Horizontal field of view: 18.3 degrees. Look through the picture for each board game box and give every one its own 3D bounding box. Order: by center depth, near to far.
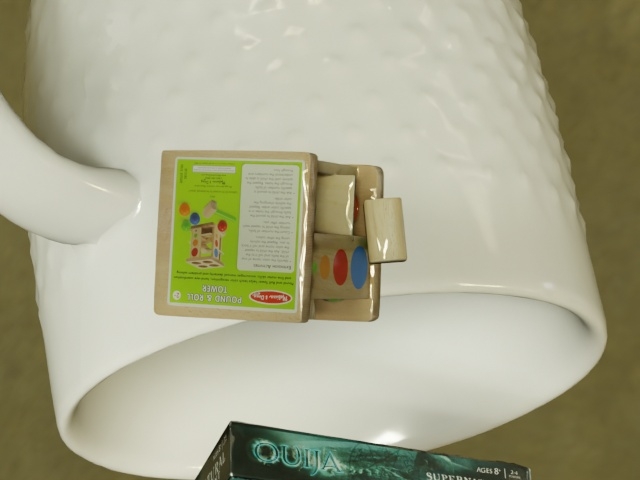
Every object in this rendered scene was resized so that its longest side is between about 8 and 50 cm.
[{"bbox_3d":[-0.005,0.138,0.830,0.126,0.186,0.026,10,54,-17],"label":"board game box"}]

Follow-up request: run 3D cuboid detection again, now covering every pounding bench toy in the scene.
[{"bbox_3d":[0.000,0.000,0.630,0.083,0.065,0.052,2,88,26],"label":"pounding bench toy"}]

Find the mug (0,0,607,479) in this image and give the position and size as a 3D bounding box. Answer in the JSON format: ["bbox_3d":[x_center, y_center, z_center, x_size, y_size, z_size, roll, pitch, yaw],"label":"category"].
[{"bbox_3d":[-0.054,-0.079,1.006,0.374,0.276,0.328,13,58,-44],"label":"mug"}]
